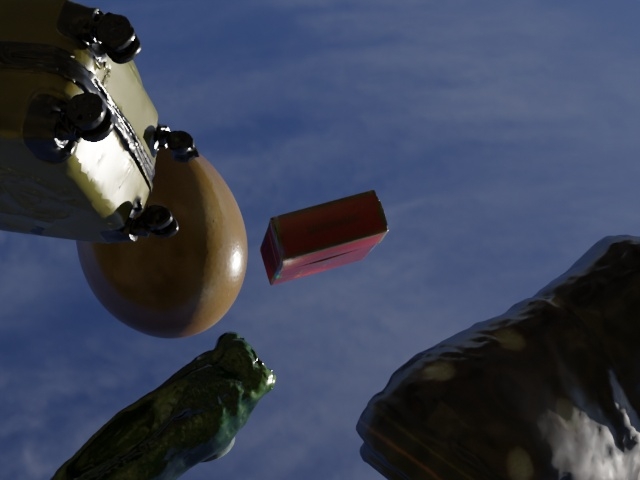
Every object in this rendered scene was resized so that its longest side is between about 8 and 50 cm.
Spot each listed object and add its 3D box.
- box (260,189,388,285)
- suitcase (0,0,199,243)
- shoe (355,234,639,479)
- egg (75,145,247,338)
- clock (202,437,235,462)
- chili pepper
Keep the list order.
[{"bbox_3d":[0.000,0.001,1.223,0.112,0.175,0.048,-15,-98,-8],"label":"box"},{"bbox_3d":[-0.230,-0.099,0.912,0.234,0.194,0.143,7,-114,16],"label":"suitcase"},{"bbox_3d":[0.212,0.109,0.944,0.384,0.237,0.171,12,-165,-42],"label":"shoe"},{"bbox_3d":[-0.268,-0.008,1.996,0.282,0.282,0.351,-13,-97,-5],"label":"egg"},{"bbox_3d":[-0.158,0.271,1.623,0.085,0.017,0.085,-6,-149,4],"label":"clock"},{"bbox_3d":[-0.100,0.125,0.658,0.182,0.073,0.050,-44,-104,14],"label":"chili pepper"}]
